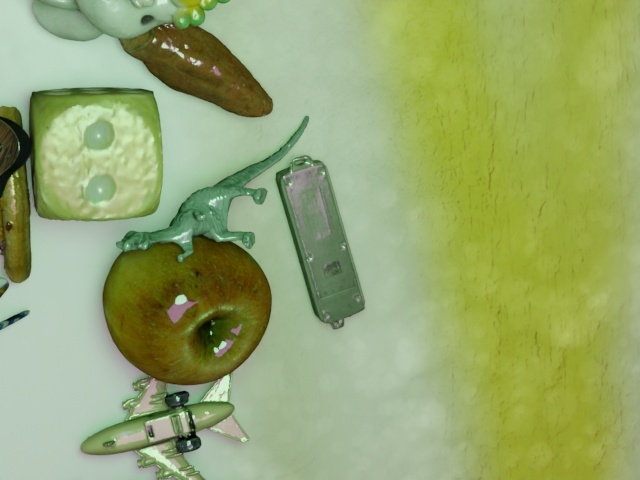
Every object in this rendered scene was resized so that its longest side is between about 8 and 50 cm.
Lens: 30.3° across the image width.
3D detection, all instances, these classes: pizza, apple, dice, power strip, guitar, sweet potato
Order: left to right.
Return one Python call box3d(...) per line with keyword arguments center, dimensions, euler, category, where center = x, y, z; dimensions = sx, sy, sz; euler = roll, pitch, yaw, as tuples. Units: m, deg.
box3d(center=(-0.471, -0.040, 1.563), dimensions=(0.084, 0.038, 0.271), euler=(34, 101, 17), category="guitar")
box3d(center=(-0.430, -0.058, 1.626), dimensions=(0.058, 0.127, 0.246), euler=(-2, 117, -13), category="pizza")
box3d(center=(-0.310, -0.121, 1.620), dimensions=(0.169, 0.166, 0.169), euler=(-3, 101, -17), category="dice")
box3d(center=(-0.195, 0.087, 1.690), dimensions=(0.237, 0.207, 0.237), euler=(-13, 119, -25), category="apple")
box3d(center=(-0.174, -0.247, 1.676), dimensions=(0.252, 0.097, 0.097), euler=(34, 90, -17), category="sweet potato")
box3d(center=(-0.001, 0.000, 1.795), dimensions=(0.078, 0.052, 0.272), euler=(-19, 104, -12), category="power strip")

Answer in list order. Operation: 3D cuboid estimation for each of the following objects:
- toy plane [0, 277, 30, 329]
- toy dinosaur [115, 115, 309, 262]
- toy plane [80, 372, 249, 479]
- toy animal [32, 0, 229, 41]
box3d(center=(-0.558, 0.130, 1.651), dimensions=(0.273, 0.107, 0.182), euler=(-34, 152, 11), category="toy plane")
box3d(center=(-0.106, -0.053, 1.653), dimensions=(0.383, 0.129, 0.076), euler=(-31, 140, -37), category="toy dinosaur")
box3d(center=(-0.235, 0.277, 1.759), dimensions=(0.244, 0.092, 0.229), euler=(-14, 88, -16), category="toy plane")
box3d(center=(-0.245, -0.392, 1.556), dimensions=(0.310, 0.247, 0.183), euler=(-63, 150, 1), category="toy animal")
